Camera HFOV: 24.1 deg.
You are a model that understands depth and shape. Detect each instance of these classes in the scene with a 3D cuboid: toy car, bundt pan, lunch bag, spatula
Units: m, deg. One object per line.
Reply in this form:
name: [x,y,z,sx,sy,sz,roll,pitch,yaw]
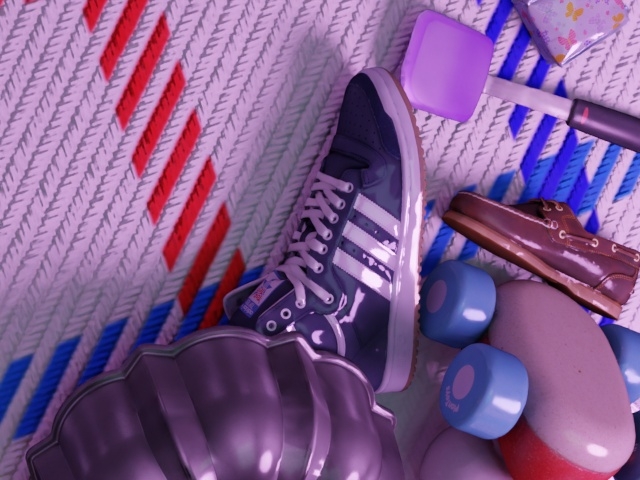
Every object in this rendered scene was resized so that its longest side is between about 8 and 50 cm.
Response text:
toy car: [0.154,0.175,1.307,0.219,0.210,0.238,22,122,-25]
bundt pan: [-0.072,0.239,1.197,0.331,0.124,0.331,-8,119,-15]
lunch bag: [0.223,-0.203,1.318,0.083,0.053,0.071,-34,106,-2]
spatula: [0.199,-0.122,1.333,0.296,0.030,0.084,17,94,-22]

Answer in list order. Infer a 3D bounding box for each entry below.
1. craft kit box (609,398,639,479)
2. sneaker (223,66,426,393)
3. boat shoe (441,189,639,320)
craft kit box: [0.265,0.298,1.414,0.246,0.061,0.250,-44,110,-5]
sneaker: [0.000,0.000,1.246,0.153,0.099,0.282,-5,103,-20]
boat shoe: [0.200,-0.002,1.334,0.207,0.073,0.073,28,88,-29]
